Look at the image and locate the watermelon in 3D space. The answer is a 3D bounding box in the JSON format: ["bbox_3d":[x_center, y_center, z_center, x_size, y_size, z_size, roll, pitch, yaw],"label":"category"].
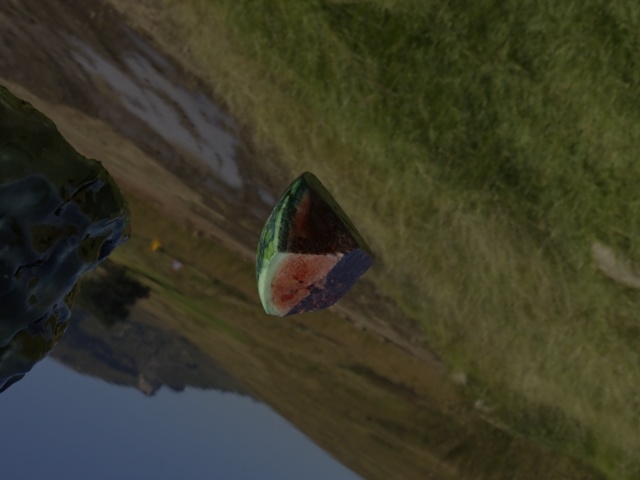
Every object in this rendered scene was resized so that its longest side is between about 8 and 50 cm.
[{"bbox_3d":[-0.004,0.002,0.612,0.072,0.092,0.084,29,141,-11],"label":"watermelon"}]

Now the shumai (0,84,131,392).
[{"bbox_3d":[-0.293,0.044,0.586,0.329,0.289,0.292,-3,140,46],"label":"shumai"}]
